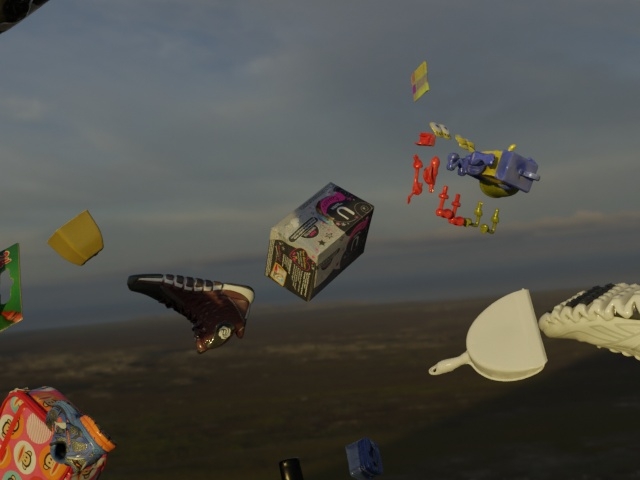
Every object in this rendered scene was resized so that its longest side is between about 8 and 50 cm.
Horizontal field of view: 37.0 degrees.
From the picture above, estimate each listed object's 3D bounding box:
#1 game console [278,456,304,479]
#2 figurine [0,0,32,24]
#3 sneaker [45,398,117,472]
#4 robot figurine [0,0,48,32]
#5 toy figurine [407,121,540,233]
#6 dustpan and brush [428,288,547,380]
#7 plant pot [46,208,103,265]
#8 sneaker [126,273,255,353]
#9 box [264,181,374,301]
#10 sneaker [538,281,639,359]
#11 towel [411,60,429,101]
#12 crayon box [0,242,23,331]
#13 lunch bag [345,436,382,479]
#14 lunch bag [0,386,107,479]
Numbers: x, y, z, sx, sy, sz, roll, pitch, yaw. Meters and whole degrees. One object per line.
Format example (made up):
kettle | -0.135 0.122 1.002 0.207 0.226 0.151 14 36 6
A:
game console | -0.038 0.482 1.649 0.044 0.213 0.361 -12 -13 -3
figurine | -0.410 -0.230 1.049 0.209 0.092 0.215 -43 7 14
sneaker | -0.429 0.333 1.627 0.087 0.083 0.221 -45 22 -23
robot figurine | -0.522 -0.432 1.542 0.278 0.173 0.209 -23 -48 30
toy figurine | 0.380 -0.117 2.033 0.217 0.191 0.362 9 -8 45
dustpan and brush | 0.271 0.183 1.604 0.211 0.147 0.060 -20 -34 19
plant pot | -0.486 0.002 1.932 0.081 0.083 0.081 -42 6 -35
sneaker | -0.286 0.161 2.075 0.281 0.162 0.106 9 -6 -14
box | 0.000 0.000 2.311 0.142 0.163 0.247 30 45 20
sneaker | 0.406 0.112 1.214 0.110 0.118 0.292 -22 6 -40
towel | 0.230 -0.366 2.201 0.009 0.083 0.060 13 -31 -27
crayon box | -0.598 0.098 1.398 0.318 0.081 0.202 -25 39 -2
lunch bag | 0.109 0.524 2.283 0.065 0.098 0.067 -33 -42 24
lunch bag | -0.565 0.437 1.877 0.258 0.293 0.120 35 19 27
